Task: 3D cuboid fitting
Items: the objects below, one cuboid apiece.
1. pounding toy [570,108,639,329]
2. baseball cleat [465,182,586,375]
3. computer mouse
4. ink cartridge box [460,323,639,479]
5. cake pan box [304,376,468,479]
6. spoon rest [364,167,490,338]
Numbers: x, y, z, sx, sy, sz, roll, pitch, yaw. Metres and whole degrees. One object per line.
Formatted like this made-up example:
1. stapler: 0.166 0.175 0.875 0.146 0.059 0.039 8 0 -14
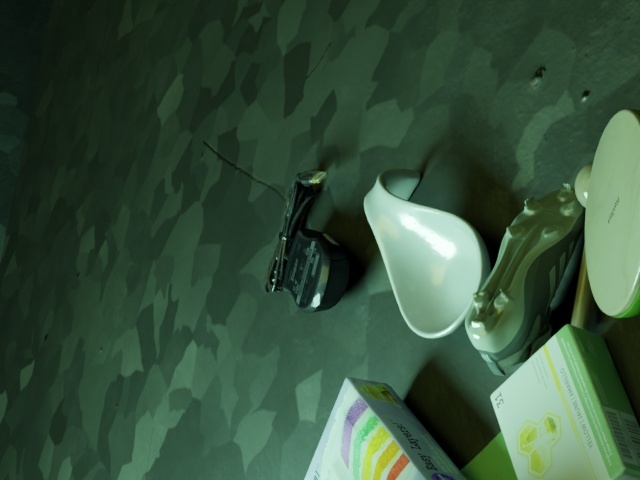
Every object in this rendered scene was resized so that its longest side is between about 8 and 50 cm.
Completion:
1. pounding toy: 0.308 -0.015 1.159 0.237 0.110 0.182 112 161 -77
2. baseball cleat: 0.212 0.043 1.295 0.072 0.109 0.206 15 57 43
3. computer mouse: 0.000 0.000 1.704 0.262 0.060 0.184 -164 87 -73
4. ink cartridge box: 0.203 0.218 1.230 0.235 0.056 0.171 -49 36 32
5. cake pan box: 0.053 0.320 1.402 0.266 0.070 0.245 -68 27 17
6. spoon rest: 0.113 0.002 1.477 0.137 0.084 0.276 -59 30 22
